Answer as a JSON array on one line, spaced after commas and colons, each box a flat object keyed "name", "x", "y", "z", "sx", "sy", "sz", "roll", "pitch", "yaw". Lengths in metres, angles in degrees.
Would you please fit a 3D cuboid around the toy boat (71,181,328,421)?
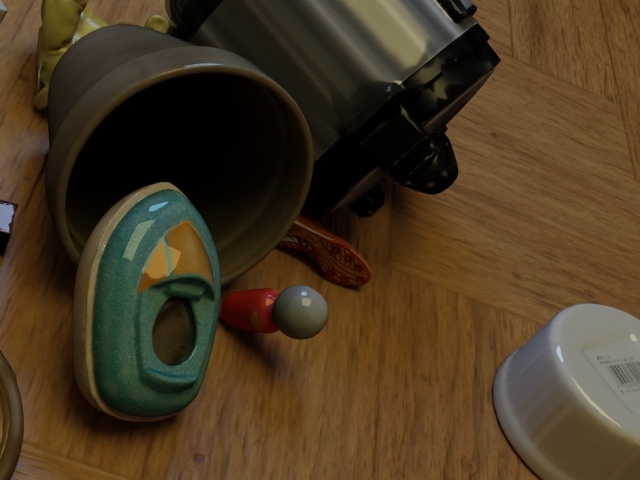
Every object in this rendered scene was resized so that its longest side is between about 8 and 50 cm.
[{"name": "toy boat", "x": -0.135, "y": 0.073, "z": 1.332, "sx": 0.318, "sy": 0.148, "sz": 0.267, "roll": 8, "pitch": 84, "yaw": -50}]

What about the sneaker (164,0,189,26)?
[{"name": "sneaker", "x": -0.093, "y": -0.389, "z": 1.949, "sx": 0.384, "sy": 0.145, "sz": 0.147, "roll": -6, "pitch": 21, "yaw": -34}]

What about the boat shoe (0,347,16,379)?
[{"name": "boat shoe", "x": -0.409, "y": 0.151, "z": 1.173, "sx": 0.219, "sy": 0.078, "sz": 0.070, "roll": -18, "pitch": 58, "yaw": -46}]

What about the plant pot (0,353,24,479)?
[{"name": "plant pot", "x": -0.392, "y": 0.172, "z": 1.116, "sx": 0.236, "sy": 0.032, "sz": 0.236, "roll": 13, "pitch": 67, "yaw": -33}]

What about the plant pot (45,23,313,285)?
[{"name": "plant pot", "x": -0.214, "y": -0.130, "z": 1.461, "sx": 0.323, "sy": 0.323, "sz": 0.280, "roll": 0, "pitch": 31, "yaw": -33}]

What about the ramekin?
[{"name": "ramekin", "x": 0.387, "y": 0.217, "z": 1.580, "sx": 0.277, "sy": 0.135, "sz": 0.277, "roll": 18, "pitch": 41, "yaw": -16}]

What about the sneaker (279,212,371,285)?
[{"name": "sneaker", "x": 0.000, "y": 0.000, "z": 1.619, "sx": 0.175, "sy": 0.064, "sz": 0.067, "roll": 35, "pitch": 29, "yaw": 0}]

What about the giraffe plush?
[{"name": "giraffe plush", "x": -0.300, "y": -0.268, "z": 1.605, "sx": 0.170, "sy": 0.181, "sz": 0.210, "roll": 5, "pitch": 53, "yaw": -16}]

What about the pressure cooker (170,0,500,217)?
[{"name": "pressure cooker", "x": 0.044, "y": -0.235, "z": 1.644, "sx": 0.420, "sy": 0.375, "sz": 0.370, "roll": 49, "pitch": 54, "yaw": 1}]

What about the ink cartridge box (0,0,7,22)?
[{"name": "ink cartridge box", "x": -0.505, "y": -0.323, "z": 1.596, "sx": 0.092, "sy": 0.090, "sz": 0.143, "roll": 1, "pitch": 46, "yaw": -53}]

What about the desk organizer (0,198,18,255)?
[{"name": "desk organizer", "x": -0.430, "y": -0.028, "z": 1.377, "sx": 0.130, "sy": 0.047, "sz": 0.050, "roll": 15, "pitch": 44, "yaw": -20}]
